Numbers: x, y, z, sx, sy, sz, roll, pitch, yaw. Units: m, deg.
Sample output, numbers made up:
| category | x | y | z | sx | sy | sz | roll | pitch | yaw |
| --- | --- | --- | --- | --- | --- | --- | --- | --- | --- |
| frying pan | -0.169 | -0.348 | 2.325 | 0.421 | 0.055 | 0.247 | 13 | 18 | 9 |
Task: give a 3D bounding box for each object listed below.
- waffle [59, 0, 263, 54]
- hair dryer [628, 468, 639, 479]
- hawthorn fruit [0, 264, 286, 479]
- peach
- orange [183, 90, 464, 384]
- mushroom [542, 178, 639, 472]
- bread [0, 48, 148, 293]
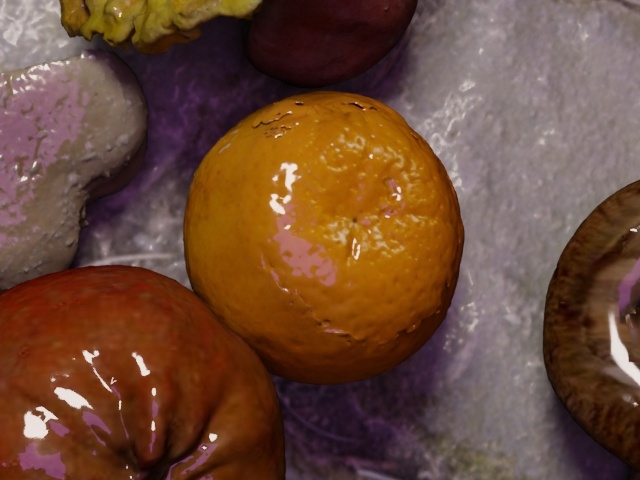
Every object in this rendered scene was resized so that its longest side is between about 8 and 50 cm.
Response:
| category | x | y | z | sx | sy | sz | roll | pitch | yaw |
| --- | --- | --- | --- | --- | --- | --- | --- | --- | --- |
| waffle | -0.059 | -0.268 | 0.914 | 0.068 | 0.302 | 0.325 | 47 | 58 | -39 |
| hair dryer | 0.261 | 0.248 | 1.014 | 0.117 | 0.064 | 0.182 | 19 | 78 | -6 |
| hawthorn fruit | -0.155 | 0.141 | 0.826 | 0.262 | 0.258 | 0.258 | 3 | 84 | 35 |
| peach | 0.005 | -0.195 | 0.983 | 0.152 | 0.152 | 0.152 | 1 | 86 | -7 |
| orange | 0.002 | -0.002 | 0.928 | 0.219 | 0.193 | 0.219 | -1 | 92 | -34 |
| mushroom | 0.327 | 0.065 | 0.942 | 0.195 | 0.283 | 0.263 | 15 | 59 | -45 |
| bread | -0.288 | -0.034 | 0.933 | 0.337 | 0.102 | 0.183 | -14 | 92 | -13 |
